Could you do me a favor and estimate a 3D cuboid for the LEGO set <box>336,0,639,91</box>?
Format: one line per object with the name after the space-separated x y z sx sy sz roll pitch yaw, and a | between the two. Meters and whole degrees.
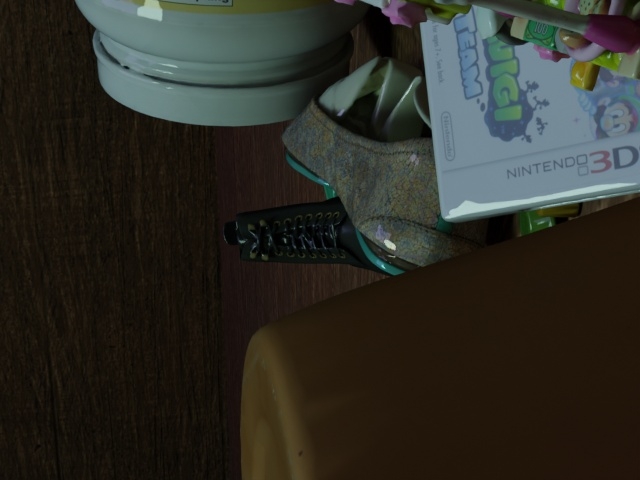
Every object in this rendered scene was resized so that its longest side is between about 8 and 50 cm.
0.085 -0.106 0.395 0.287 0.107 0.132 162 117 -69 | LEGO set

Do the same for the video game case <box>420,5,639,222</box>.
0.099 -0.094 0.550 0.143 0.019 0.157 -10 84 42 | video game case

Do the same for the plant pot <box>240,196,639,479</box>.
0.088 0.113 0.416 0.291 0.204 0.290 176 90 -81 | plant pot

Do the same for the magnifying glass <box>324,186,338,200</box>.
0.012 -0.069 1.378 0.231 0.026 0.092 -113 20 -65 | magnifying glass

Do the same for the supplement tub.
-0.072 -0.277 1.058 0.241 0.241 0.331 -110 19 -58 | supplement tub

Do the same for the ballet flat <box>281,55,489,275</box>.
0.052 -0.064 0.956 0.316 0.108 0.106 -130 55 -66 | ballet flat

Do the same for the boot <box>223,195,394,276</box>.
0.000 0.000 1.124 0.198 0.137 0.076 175 89 -81 | boot

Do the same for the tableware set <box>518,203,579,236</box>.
0.111 -0.074 0.752 0.104 0.024 0.154 96 165 -64 | tableware set
